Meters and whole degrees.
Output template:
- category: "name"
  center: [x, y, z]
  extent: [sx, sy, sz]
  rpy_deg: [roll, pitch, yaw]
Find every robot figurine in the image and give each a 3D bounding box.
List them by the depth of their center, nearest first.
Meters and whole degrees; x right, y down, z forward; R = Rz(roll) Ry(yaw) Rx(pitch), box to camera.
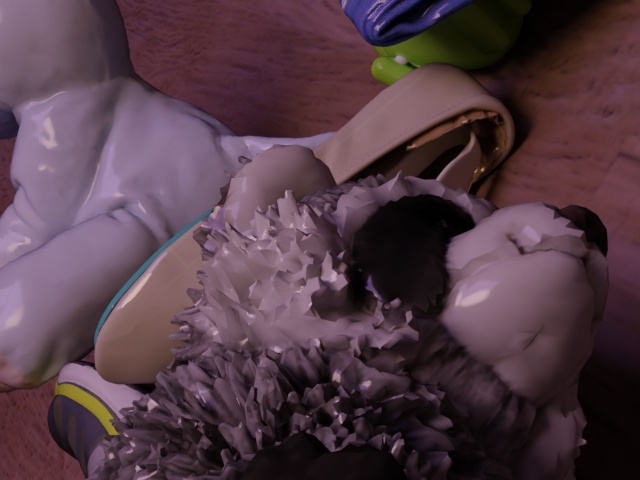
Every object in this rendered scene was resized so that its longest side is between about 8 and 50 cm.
- category: "robot figurine"
  center: [0.068, -0.128, 0.840]
  extent: [0.101, 0.067, 0.115]
  rpy_deg: [-59, 25, -12]

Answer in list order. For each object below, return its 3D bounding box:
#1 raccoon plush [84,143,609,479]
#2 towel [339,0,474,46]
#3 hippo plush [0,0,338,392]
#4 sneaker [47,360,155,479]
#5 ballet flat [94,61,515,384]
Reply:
- category: "raccoon plush"
  center: [-0.082, 0.131, 0.536]
  extent: [0.446, 0.216, 0.299]
  rpy_deg: [-24, 27, 3]
- category: "towel"
  center: [0.100, -0.230, 0.855]
  extent: [0.243, 0.040, 0.336]
  rpy_deg: [-31, 29, 8]
- category: "hippo plush"
  center: [-0.172, -0.060, 0.921]
  extent: [0.234, 0.236, 0.294]
  rpy_deg: [-40, 9, -36]
- category: "sneaker"
  center: [-0.087, 0.143, 0.771]
  extent: [0.121, 0.111, 0.300]
  rpy_deg: [-65, 23, -5]
- category: "ballet flat"
  center: [0.000, 0.000, 0.746]
  extent: [0.248, 0.086, 0.086]
  rpy_deg: [-41, 21, -15]
